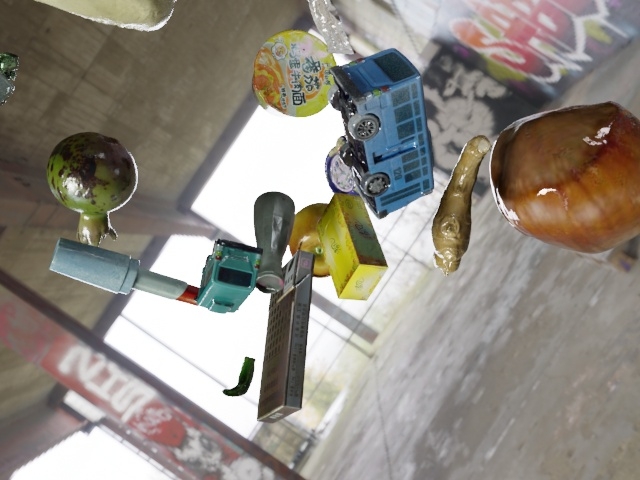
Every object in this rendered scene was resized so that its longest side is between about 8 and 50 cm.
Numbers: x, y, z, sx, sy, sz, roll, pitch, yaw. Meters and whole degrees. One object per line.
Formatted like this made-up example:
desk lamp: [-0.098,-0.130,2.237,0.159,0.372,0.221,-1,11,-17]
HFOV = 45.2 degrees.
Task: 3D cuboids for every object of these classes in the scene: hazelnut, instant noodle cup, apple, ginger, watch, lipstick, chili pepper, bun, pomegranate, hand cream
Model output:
hazelnut: [0.542,-0.128,1.656,0.315,0.372,0.372,-51,-5,-27]
instant noodle cup: [-0.092,-0.492,2.351,0.264,0.264,0.200,-56,12,-7]
apple: [0.000,0.000,2.373,0.237,0.237,0.207,-57,-1,24]
ginger: [0.266,-0.057,1.501,0.148,0.081,0.333,-49,-29,-57]
watch: [0.127,-0.182,1.873,0.200,0.196,0.171,-19,-28,-42]
lipstick: [-0.330,0.065,1.349,0.068,0.274,0.061,-60,23,27]
chili pepper: [-0.182,0.321,1.764,0.035,0.055,0.118,-15,31,49]
bun: [-0.331,-0.407,1.139,0.259,0.259,0.160,-44,-26,-76]
pomegranate: [-0.616,-0.145,2.062,0.242,0.242,0.306,-52,-12,-50]
hand cream: [0.008,-0.535,1.721,0.050,0.084,0.257,-40,-57,-37]

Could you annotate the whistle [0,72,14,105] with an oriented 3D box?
whistle: [-0.664,-0.365,1.350,0.163,0.289,0.163,-40,16,13]

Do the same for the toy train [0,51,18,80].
toy train: [-0.634,-0.343,1.533,0.083,0.033,0.053,-78,-1,-70]

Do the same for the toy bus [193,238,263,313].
toy bus: [-0.152,0.063,1.253,0.160,0.079,0.091,134,147,-64]

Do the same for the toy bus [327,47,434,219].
toy bus: [0.100,-0.159,1.173,0.134,0.116,0.234,-23,-46,-8]

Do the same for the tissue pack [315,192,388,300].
tissue pack: [0.052,0.010,1.359,0.095,0.062,0.176,-60,34,40]

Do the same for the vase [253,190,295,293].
vase: [-0.094,0.005,1.495,0.214,0.086,0.086,-90,22,-43]

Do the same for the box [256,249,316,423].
box: [-0.072,0.200,1.588,0.180,0.047,0.325,134,144,-60]
